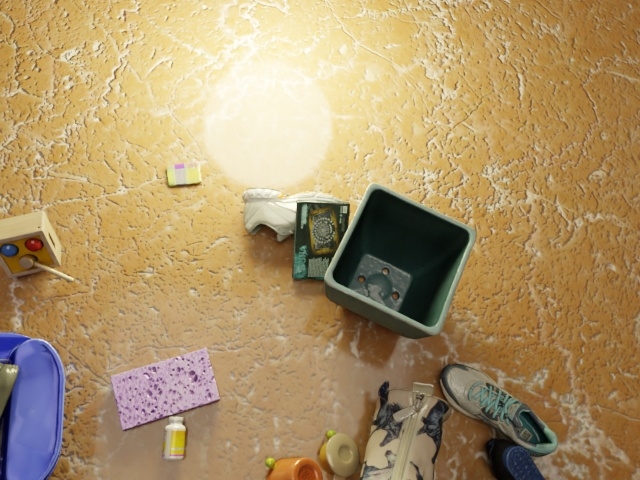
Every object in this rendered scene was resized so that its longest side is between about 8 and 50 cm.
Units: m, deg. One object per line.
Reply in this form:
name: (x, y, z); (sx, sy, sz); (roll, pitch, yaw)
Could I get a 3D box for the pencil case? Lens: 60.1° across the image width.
pencil case: (0.140, 0.478, 1.047); (0.159, 0.184, 0.411); (5, 48, 20)

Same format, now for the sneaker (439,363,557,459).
sneaker: (0.394, 0.360, 1.206); (0.283, 0.122, 0.110); (36, 69, 7)

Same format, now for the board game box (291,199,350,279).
board game box: (0.000, 0.000, 1.292); (0.126, 0.026, 0.186); (3, 101, -8)

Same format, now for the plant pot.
plant pot: (0.151, 0.071, 1.215); (0.247, 0.252, 0.247); (26, 70, 3)

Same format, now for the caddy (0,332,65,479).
caddy: (-0.624, 0.342, 1.068); (0.241, 0.179, 0.342); (6, 67, -30)

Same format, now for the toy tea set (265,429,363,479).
toy tea set: (0.009, 0.569, 1.110); (0.199, 0.124, 0.336); (1, 63, -38)

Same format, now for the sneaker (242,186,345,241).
sneaker: (-0.060, -0.053, 1.331); (0.262, 0.099, 0.121); (4, 80, 0)

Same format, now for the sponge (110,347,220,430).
sponge: (-0.332, 0.317, 1.184); (0.209, 0.031, 0.117); (-15, 72, -12)

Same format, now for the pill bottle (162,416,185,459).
pill bottle: (-0.303, 0.411, 1.146); (0.043, 0.043, 0.084); (2, 70, -6)

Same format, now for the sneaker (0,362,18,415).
sneaker: (-0.614, 0.307, 0.927); (0.130, 0.087, 0.228); (20, 58, -21)

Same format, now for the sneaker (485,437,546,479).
sneaker: (0.434, 0.523, 1.180); (0.081, 0.090, 0.232); (-29, 97, -17)

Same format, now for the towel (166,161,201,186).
towel: (-0.338, -0.164, 1.374); (0.083, 0.009, 0.060); (-9, 72, -9)

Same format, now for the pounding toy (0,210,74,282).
pounding toy: (-0.629, 0.027, 1.212); (0.130, 0.141, 0.100); (-14, 44, -11)
